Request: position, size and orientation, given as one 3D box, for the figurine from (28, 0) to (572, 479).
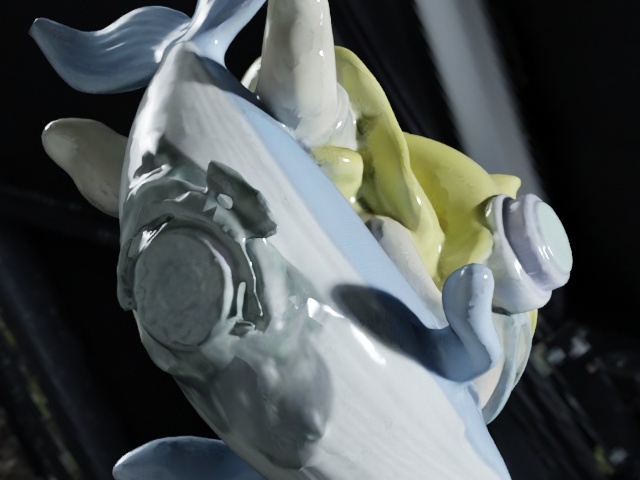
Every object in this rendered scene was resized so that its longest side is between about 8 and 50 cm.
[{"bbox_3d":[0.000,0.000,0.489,0.128,0.184,0.208,-28,-92,24],"label":"figurine"}]
